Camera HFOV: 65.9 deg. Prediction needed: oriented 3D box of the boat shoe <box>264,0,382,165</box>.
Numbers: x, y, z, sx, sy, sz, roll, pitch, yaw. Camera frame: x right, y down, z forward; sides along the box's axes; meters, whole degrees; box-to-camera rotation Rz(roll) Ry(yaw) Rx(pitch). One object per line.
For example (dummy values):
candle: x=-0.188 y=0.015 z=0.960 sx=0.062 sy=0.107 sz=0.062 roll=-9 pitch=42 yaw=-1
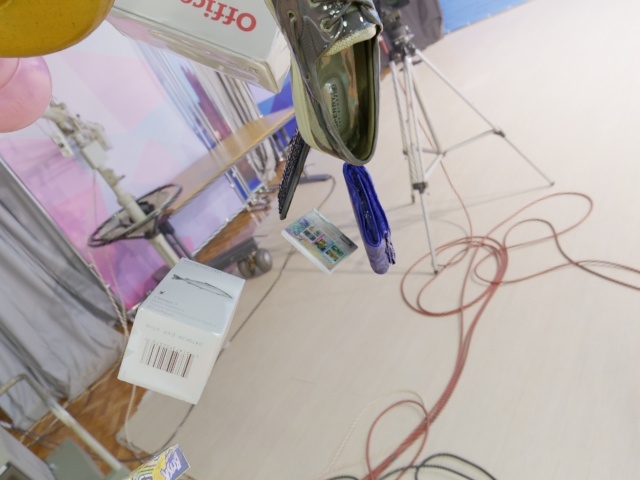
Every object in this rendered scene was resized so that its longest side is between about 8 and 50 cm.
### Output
boat shoe: x=0.010 y=-0.156 z=0.360 sx=0.080 sy=0.224 sz=0.073 roll=-31 pitch=44 yaw=-21

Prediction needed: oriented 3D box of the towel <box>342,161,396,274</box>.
towel: x=0.132 y=-0.050 z=1.259 sx=0.076 sy=0.308 sz=0.228 roll=-17 pitch=72 yaw=4

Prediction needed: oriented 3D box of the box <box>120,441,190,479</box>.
box: x=-0.291 y=0.408 z=0.846 sx=0.059 sy=0.054 sz=0.169 roll=-32 pitch=-8 yaw=6

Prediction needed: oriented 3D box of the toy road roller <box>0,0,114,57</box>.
toy road roller: x=-0.237 y=-0.172 z=0.298 sx=0.329 sy=0.240 sz=0.203 roll=127 pitch=146 yaw=-59

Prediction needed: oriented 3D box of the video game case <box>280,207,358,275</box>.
video game case: x=0.000 y=0.000 z=1.228 sx=0.143 sy=0.157 sz=0.019 roll=-39 pitch=-13 yaw=-47

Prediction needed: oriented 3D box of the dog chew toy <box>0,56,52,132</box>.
dog chew toy: x=-0.631 y=-0.333 z=0.888 sx=0.206 sy=0.207 sz=0.332 roll=-36 pitch=-7 yaw=-13

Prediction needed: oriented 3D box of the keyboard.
keyboard: x=-0.050 y=-0.216 z=1.097 sx=0.033 sy=0.317 sz=0.202 roll=13 pitch=44 yaw=-12

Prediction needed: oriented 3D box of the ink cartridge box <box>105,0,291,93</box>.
ink cartridge box: x=-0.130 y=-0.459 z=0.717 sx=0.166 sy=0.285 sz=0.395 roll=-24 pitch=-44 yaw=-87

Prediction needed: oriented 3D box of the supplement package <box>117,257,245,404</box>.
supplement package: x=-0.178 y=0.112 z=0.666 sx=0.179 sy=0.105 sz=0.105 roll=-90 pitch=20 yaw=-73
